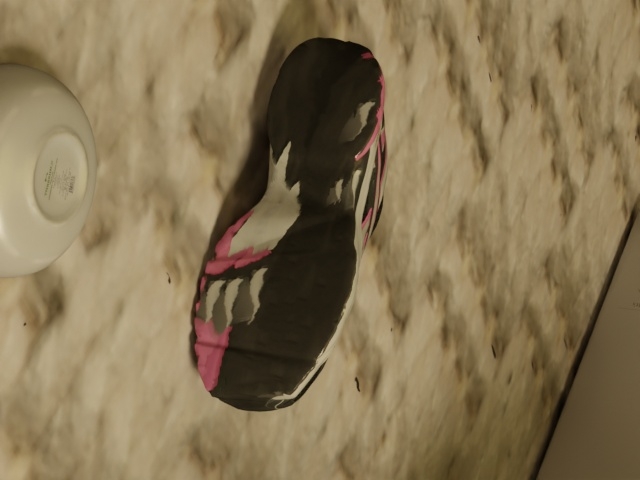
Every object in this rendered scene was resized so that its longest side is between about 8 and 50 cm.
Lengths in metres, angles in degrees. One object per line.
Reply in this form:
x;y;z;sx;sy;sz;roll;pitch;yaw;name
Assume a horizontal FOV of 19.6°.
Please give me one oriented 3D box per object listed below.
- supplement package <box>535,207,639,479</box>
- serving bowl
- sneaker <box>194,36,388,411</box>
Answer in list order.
0.280;0.147;1.306;0.293;0.177;0.175;-63;146;-31;supplement package
-0.110;-0.025;0.706;0.083;0.027;0.083;-25;119;-58;serving bowl
0.000;0.000;0.876;0.077;0.072;0.178;51;57;-67;sneaker
